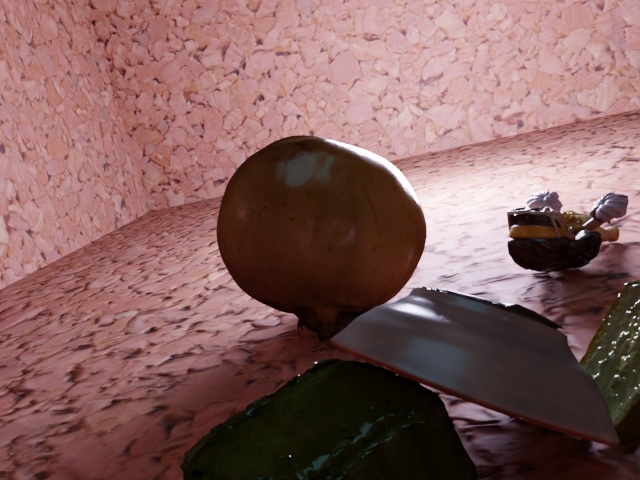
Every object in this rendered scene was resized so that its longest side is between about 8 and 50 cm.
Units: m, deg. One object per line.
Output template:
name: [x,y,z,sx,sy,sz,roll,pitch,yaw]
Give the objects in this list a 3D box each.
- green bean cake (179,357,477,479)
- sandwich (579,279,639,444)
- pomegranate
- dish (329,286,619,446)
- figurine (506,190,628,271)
green bean cake: [-0.002,0.197,0.516,0.214,0.113,0.200,-29,13,-23]
sandwich: [0.356,0.096,0.571,0.235,0.128,0.122,-15,6,-7]
pomegranate: [0.000,0.000,0.982,0.337,0.339,0.338,-13,14,3]
dish: [0.143,0.098,0.552,0.260,0.086,0.260,19,-6,2]
figurine: [0.399,-0.015,0.979,0.240,0.116,0.174,-17,15,-35]
